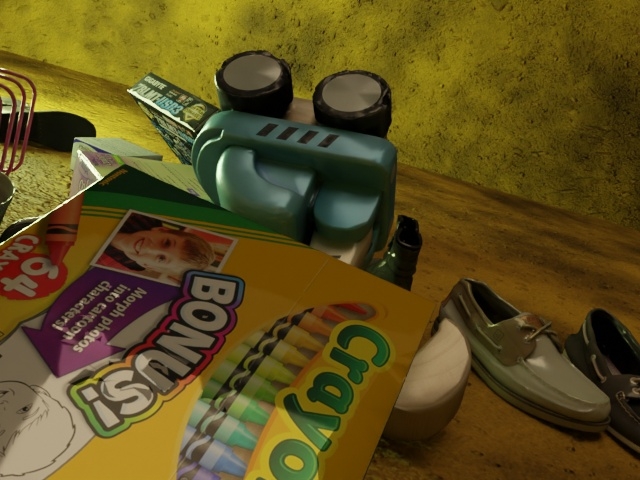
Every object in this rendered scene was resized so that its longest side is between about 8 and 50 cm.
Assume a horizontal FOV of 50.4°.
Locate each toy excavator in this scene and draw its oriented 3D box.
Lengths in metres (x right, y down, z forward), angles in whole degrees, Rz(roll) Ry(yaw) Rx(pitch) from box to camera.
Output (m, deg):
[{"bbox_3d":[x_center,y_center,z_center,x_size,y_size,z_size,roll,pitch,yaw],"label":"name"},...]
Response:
[{"bbox_3d":[0.000,0.000,0.878,0.433,0.222,0.445,13,54,13],"label":"toy excavator"}]

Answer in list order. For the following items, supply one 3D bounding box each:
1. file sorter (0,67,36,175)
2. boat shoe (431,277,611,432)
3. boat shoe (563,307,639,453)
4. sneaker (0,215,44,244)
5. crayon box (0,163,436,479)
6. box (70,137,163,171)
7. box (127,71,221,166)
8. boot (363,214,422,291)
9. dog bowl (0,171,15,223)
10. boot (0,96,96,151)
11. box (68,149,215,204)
[{"bbox_3d":[-0.600,-0.187,1.106,0.182,0.202,0.290,14,16,-12],"label":"file sorter"},{"bbox_3d":[0.277,0.151,0.957,0.113,0.103,0.302,2,20,-38],"label":"boat shoe"},{"bbox_3d":[0.434,0.194,0.974,0.112,0.095,0.335,15,16,-3],"label":"boat shoe"},{"bbox_3d":[-0.296,0.039,0.838,0.229,0.086,0.132,14,18,-7],"label":"sneaker"},{"bbox_3d":[-0.117,0.111,0.485,0.313,0.106,0.363,23,36,11],"label":"crayon box"},{"bbox_3d":[-0.426,-0.163,1.423,0.126,0.072,0.137,23,17,23],"label":"box"},{"bbox_3d":[-0.218,-0.170,1.339,0.296,0.073,0.293,32,-20,45],"label":"box"},{"bbox_3d":[0.126,0.031,1.118,0.084,0.161,0.246,15,16,-4],"label":"boot"},{"bbox_3d":[-0.566,-0.042,0.823,0.349,0.102,0.348,14,15,-4],"label":"dog bowl"},{"bbox_3d":[-0.673,-0.286,1.578,0.263,0.091,0.229,3,20,-32],"label":"boot"},{"bbox_3d":[-0.261,-0.049,1.109,0.243,0.117,0.213,6,19,-34],"label":"box"}]
